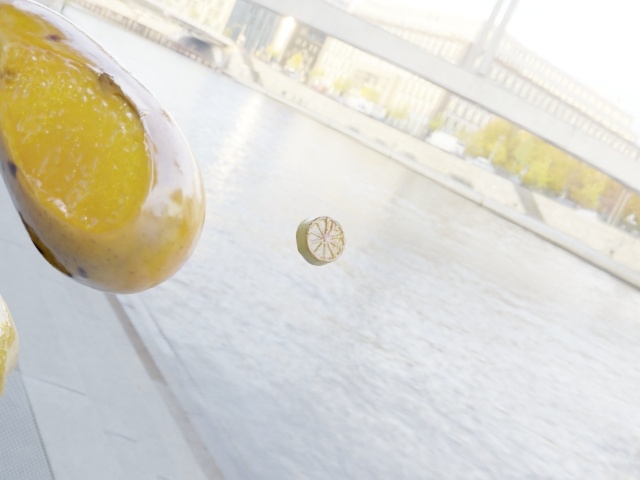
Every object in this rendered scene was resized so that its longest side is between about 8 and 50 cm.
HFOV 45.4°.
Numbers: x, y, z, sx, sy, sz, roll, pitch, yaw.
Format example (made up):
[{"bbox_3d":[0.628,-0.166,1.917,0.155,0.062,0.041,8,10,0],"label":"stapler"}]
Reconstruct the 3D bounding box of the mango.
[{"bbox_3d":[-0.215,-0.086,0.679,0.290,0.160,0.191,56,-8,-1],"label":"mango"}]

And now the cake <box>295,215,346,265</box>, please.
[{"bbox_3d":[0.000,0.000,1.244,0.084,0.084,0.044,20,-13,-27],"label":"cake"}]

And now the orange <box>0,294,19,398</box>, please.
[{"bbox_3d":[-0.528,0.154,0.998,0.235,0.279,0.279,37,6,-15],"label":"orange"}]
